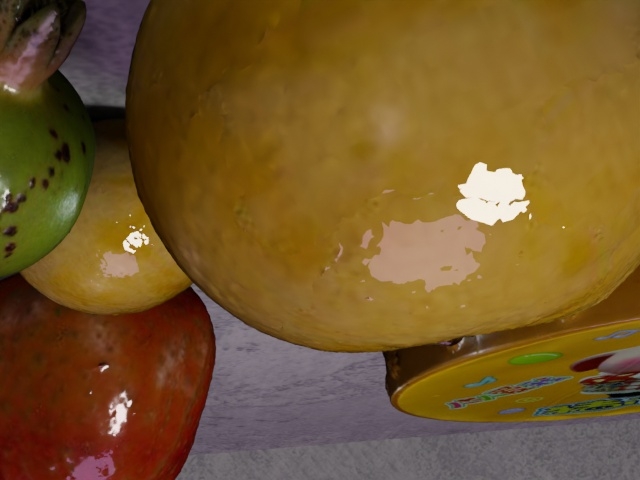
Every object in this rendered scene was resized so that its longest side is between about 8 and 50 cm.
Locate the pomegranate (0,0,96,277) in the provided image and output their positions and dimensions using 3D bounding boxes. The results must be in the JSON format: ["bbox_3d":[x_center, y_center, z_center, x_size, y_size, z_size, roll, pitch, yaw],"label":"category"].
[{"bbox_3d":[-0.199,-0.066,0.592,0.159,0.159,0.205,12,127,-42],"label":"pomegranate"}]

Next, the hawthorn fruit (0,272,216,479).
[{"bbox_3d":[-0.220,0.171,1.001,0.254,0.300,0.254,-4,163,-1],"label":"hawthorn fruit"}]

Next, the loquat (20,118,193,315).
[{"bbox_3d":[-0.145,-0.015,0.741,0.163,0.137,0.163,-17,153,-9],"label":"loquat"}]

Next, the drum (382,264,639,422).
[{"bbox_3d":[0.237,-0.001,0.787,0.431,0.214,0.431,-6,161,-2],"label":"drum"}]

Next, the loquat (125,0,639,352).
[{"bbox_3d":[0.038,-0.060,0.499,0.263,0.263,0.263,-6,161,-2],"label":"loquat"}]
